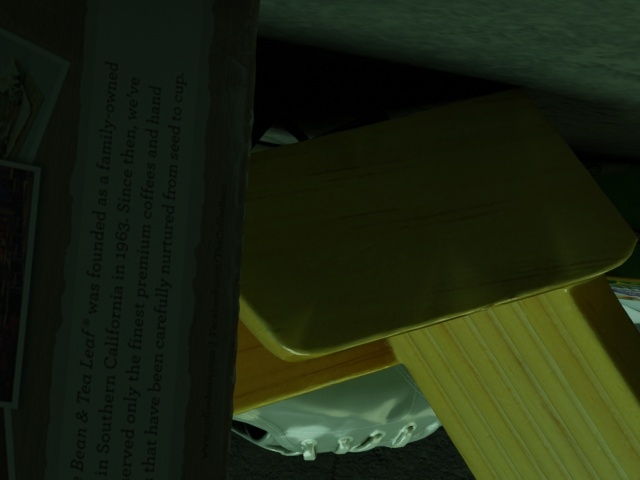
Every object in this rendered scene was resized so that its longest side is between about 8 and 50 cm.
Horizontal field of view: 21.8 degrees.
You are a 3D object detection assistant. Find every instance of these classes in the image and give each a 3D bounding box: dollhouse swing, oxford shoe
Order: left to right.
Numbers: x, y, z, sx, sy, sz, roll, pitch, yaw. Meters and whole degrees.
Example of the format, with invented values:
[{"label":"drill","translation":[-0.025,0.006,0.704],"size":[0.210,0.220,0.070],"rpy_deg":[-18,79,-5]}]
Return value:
[{"label":"oxford shoe","translation":[0.017,0.132,1.481],"size":[0.449,0.130,0.169],"rpy_deg":[9,174,-26]},{"label":"dollhouse swing","translation":[0.035,0.111,1.038],"size":[0.315,0.305,0.347],"rpy_deg":[-16,174,-19]}]

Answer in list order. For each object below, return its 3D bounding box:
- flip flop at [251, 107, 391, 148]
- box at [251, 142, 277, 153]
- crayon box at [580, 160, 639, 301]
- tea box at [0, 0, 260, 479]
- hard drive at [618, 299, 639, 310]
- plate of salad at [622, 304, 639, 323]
[{"label":"flip flop","translation":[-0.084,-0.050,1.105],"size":[0.277,0.080,0.112],"rpy_deg":[-11,176,25]},{"label":"box","translation":[0.000,0.000,1.400],"size":[0.243,0.117,0.213],"rpy_deg":[11,175,-17]},{"label":"crayon box","translation":[0.231,-0.003,1.184],"size":[0.278,0.081,0.165],"rpy_deg":[5,174,32]},{"label":"tea box","translation":[-0.201,0.046,0.773],"size":[0.220,0.329,0.323],"rpy_deg":[11,165,-27]},{"label":"hard drive","translation":[0.445,0.048,1.493],"size":[0.353,0.047,0.233],"rpy_deg":[3,170,34]},{"label":"plate of salad","translation":[0.260,0.037,1.699],"size":[0.200,0.048,0.200],"rpy_deg":[22,-179,0]}]
